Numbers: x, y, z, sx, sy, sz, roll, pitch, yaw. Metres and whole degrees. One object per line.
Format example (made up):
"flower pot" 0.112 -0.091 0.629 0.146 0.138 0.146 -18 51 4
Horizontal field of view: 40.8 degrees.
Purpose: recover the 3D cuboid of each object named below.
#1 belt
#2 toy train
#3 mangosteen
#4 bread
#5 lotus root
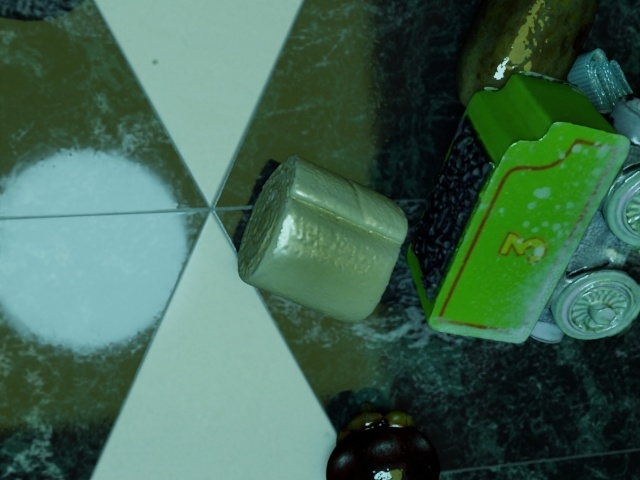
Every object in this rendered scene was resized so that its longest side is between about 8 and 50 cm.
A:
"belt" 0.344 -0.138 1.041 0.100 0.065 0.179 -31 98 -18
"toy train" 0.243 -0.029 0.927 0.248 0.173 0.307 11 122 -13
"mangosteen" 0.067 0.249 0.979 0.140 0.140 0.140 -1 94 -13
"bread" 0.000 0.000 0.932 0.141 0.134 0.148 24 100 -17
"lotus root" 0.232 -0.240 0.973 0.123 0.124 0.241 22 90 -25
